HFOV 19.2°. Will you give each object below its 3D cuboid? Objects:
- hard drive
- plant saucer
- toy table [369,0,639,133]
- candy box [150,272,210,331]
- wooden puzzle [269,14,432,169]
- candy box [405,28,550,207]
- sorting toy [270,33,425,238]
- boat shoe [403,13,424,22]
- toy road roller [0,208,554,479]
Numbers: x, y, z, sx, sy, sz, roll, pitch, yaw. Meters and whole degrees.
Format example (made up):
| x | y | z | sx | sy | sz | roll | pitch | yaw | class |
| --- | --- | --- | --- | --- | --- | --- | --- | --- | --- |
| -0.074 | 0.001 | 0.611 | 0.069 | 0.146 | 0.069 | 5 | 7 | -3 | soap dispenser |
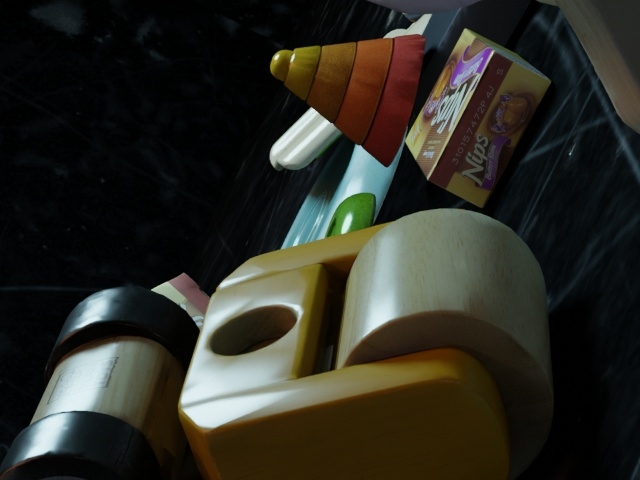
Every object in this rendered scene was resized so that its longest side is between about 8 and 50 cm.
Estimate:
| x | y | z | sx | sy | sz | roll | pitch | yaw | class |
| --- | --- | --- | --- | --- | --- | --- | --- | --- | --- |
| 0.153 | -0.226 | 1.648 | 0.254 | 0.054 | 0.172 | -60 | 8 | 26 | hard drive |
| 0.000 | 0.000 | 1.984 | 0.317 | 0.044 | 0.317 | -62 | 7 | 13 | plant saucer |
| 0.139 | -0.193 | 0.999 | 0.274 | 0.161 | 0.252 | 3 | 79 | 62 | toy table |
| -0.140 | 0.205 | 1.647 | 0.087 | 0.183 | 0.316 | -30 | -23 | -51 | candy box |
| 0.038 | -0.151 | 2.043 | 0.221 | 0.044 | 0.239 | -45 | 7 | -1 | wooden puzzle |
| 0.118 | -0.098 | 1.459 | 0.109 | 0.053 | 0.186 | -62 | 6 | 10 | candy box |
| -0.018 | -0.019 | 1.639 | 0.127 | 0.126 | 0.365 | -125 | 52 | -82 | sorting toy |
| 0.123 | -0.273 | 2.058 | 0.049 | 0.043 | 0.137 | -64 | 8 | -21 | boat shoe |
| -0.010 | 0.144 | 1.074 | 0.329 | 0.240 | 0.202 | -17 | 23 | 13 | toy road roller |
